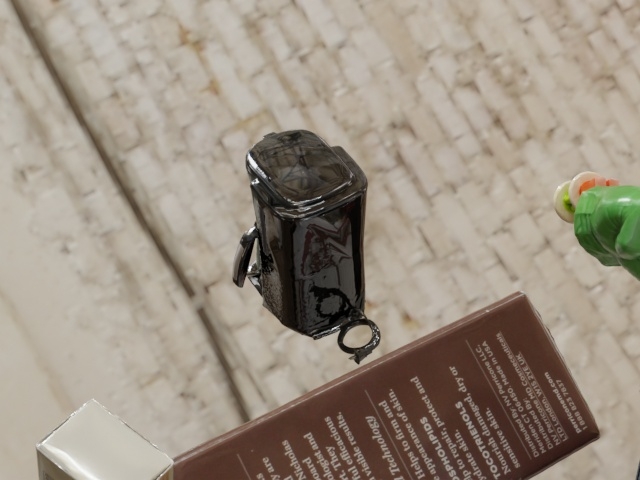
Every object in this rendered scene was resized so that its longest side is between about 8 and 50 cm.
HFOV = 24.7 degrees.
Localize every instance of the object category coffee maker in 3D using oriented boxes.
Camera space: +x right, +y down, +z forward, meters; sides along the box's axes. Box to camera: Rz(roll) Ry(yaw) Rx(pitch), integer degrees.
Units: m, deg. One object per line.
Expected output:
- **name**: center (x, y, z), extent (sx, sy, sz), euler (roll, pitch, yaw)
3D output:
- **coffee maker**: center (0.000, 0.000, 1.450), extent (0.171, 0.120, 0.178), euler (28, -36, 24)

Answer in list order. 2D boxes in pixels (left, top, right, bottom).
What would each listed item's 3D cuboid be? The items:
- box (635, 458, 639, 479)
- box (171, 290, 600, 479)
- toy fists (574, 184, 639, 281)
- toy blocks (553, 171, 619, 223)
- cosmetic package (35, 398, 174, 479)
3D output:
- **box**: center (0.474, 0.259, 1.720), extent (0.059, 0.183, 0.233), euler (25, -19, -24)
- **box**: center (0.005, 0.188, 1.107), extent (0.143, 0.381, 0.191), euler (63, -30, 10)
- **toy fists**: center (0.386, 0.031, 1.472), extent (0.279, 0.096, 0.142), euler (33, -17, -28)
- **toy blocks**: center (0.342, -0.034, 1.661), extent (0.123, 0.054, 0.148), euler (41, -17, -5)
- **cosmetic package**: center (-0.110, 0.140, 0.748), extent (0.060, 0.041, 0.115), euler (35, -36, 19)
